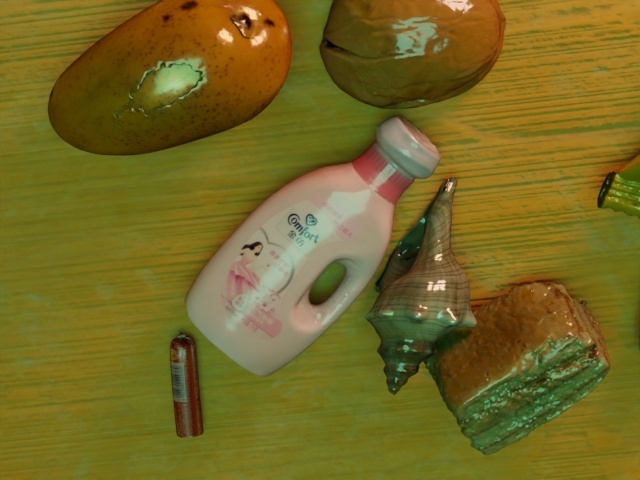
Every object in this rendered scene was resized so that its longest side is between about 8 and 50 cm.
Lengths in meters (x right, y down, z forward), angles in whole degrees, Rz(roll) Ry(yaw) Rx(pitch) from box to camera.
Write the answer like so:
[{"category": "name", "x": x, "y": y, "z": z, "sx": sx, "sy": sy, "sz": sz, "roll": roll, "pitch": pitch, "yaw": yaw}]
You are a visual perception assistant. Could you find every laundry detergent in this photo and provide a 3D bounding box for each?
[{"category": "laundry detergent", "x": 0.000, "y": 0.000, "z": 1.918, "sx": 0.159, "sy": 0.088, "sz": 0.335, "roll": 41, "pitch": 104, "yaw": -13}]

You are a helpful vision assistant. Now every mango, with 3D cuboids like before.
[{"category": "mango", "x": -0.170, "y": -0.176, "z": 1.828, "sx": 0.290, "sy": 0.191, "sz": 0.160, "roll": -22, "pitch": 97, "yaw": 14}]

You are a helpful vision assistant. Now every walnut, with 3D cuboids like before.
[{"category": "walnut", "x": 0.101, "y": -0.225, "z": 1.849, "sx": 0.211, "sy": 0.087, "sz": 0.167, "roll": -9, "pitch": 102, "yaw": 5}]

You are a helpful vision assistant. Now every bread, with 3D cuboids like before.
[{"category": "bread", "x": 0.225, "y": 0.136, "z": 1.919, "sx": 0.196, "sy": 0.138, "sz": 0.102, "roll": -31, "pitch": 128, "yaw": 10}]

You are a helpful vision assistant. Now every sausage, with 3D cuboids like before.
[{"category": "sausage", "x": -0.161, "y": 0.170, "z": 2.004, "sx": 0.034, "sy": 0.034, "sz": 0.129, "roll": -3, "pitch": 106, "yaw": 4}]

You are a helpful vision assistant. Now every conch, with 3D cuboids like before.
[{"category": "conch", "x": 0.118, "y": 0.064, "z": 1.921, "sx": 0.114, "sy": 0.234, "sz": 0.137, "roll": 34, "pitch": 146, "yaw": -22}]

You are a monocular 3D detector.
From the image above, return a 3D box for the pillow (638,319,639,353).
[{"category": "pillow", "x": 0.486, "y": 0.085, "z": 1.944, "sx": 0.232, "sy": 0.043, "sz": 0.126, "roll": 4, "pitch": 106, "yaw": 0}]

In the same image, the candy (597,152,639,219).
[{"category": "candy", "x": 0.443, "y": -0.145, "z": 1.858, "sx": 0.187, "sy": 0.081, "sz": 0.297, "roll": 18, "pitch": 106, "yaw": -5}]
